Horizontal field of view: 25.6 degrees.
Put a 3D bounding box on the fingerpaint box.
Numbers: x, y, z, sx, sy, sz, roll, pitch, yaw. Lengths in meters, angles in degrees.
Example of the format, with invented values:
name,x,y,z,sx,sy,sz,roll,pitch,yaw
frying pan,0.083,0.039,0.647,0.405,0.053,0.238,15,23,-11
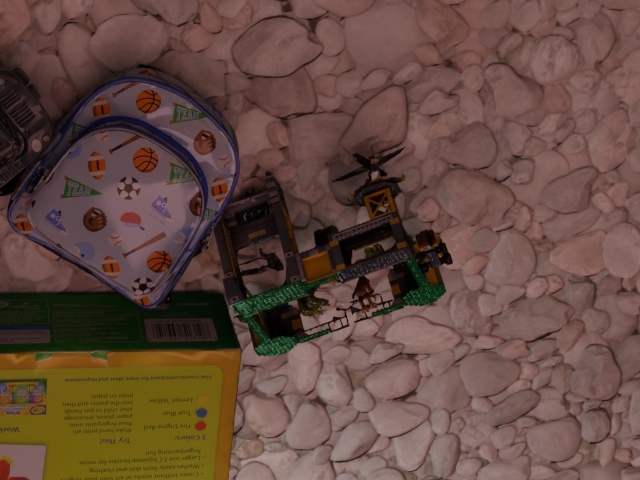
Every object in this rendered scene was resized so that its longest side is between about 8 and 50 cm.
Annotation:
name,x,y,z,sx,sy,sz,roll,pitch,yaw
fingerpaint box,-0.351,0.266,1.933,0.444,0.163,0.371,0,118,-13

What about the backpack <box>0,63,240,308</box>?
name,x,y,z,sx,sy,sz,roll,pitch,yaw
backpack,-0.231,-0.076,1.746,0.276,0.213,0.263,33,94,-16

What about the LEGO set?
name,x,y,z,sx,sy,sz,roll,pitch,yaw
LEGO set,0.000,0.000,1.896,0.331,0.192,0.255,-23,152,15

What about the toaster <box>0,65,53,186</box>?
name,x,y,z,sx,sy,sz,roll,pitch,yaw
toaster,-0.436,-0.123,1.688,0.227,0.146,0.129,-39,120,-6
